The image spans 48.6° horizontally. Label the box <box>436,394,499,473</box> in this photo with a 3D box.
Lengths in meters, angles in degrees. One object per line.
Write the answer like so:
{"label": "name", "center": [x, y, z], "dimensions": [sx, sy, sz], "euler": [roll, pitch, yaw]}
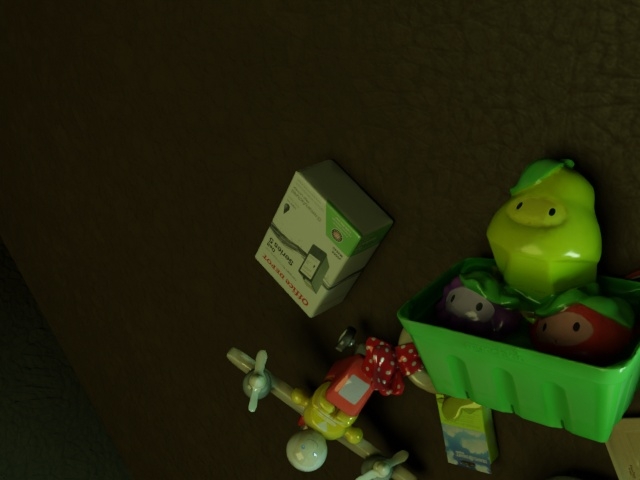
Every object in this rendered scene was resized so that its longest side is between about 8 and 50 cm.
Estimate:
{"label": "box", "center": [0.296, 0.373, 1.432], "dimensions": [0.109, 0.042, 0.178], "euler": [1, 109, 44]}

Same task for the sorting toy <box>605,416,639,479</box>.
{"label": "sorting toy", "center": [0.591, 0.372, 1.156], "dimensions": [0.208, 0.038, 0.192], "euler": [-18, 95, 42]}

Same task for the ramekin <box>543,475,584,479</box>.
{"label": "ramekin", "center": [0.458, 0.560, 1.263], "dimensions": [0.277, 0.135, 0.277], "euler": [34, 139, 36]}

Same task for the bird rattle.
{"label": "bird rattle", "center": [0.213, 0.225, 1.344], "dimensions": [0.254, 0.206, 0.143], "euler": [23, 167, 18]}

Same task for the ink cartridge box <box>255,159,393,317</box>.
{"label": "ink cartridge box", "center": [0.000, 0.000, 1.496], "dimensions": [0.198, 0.115, 0.272], "euler": [46, 134, 19]}

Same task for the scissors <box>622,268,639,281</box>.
{"label": "scissors", "center": [0.534, 0.001, 1.053], "dimensions": [0.109, 0.021, 0.296], "euler": [32, 127, 33]}

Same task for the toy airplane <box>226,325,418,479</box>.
{"label": "toy airplane", "center": [-0.002, 0.394, 1.559], "dimensions": [0.386, 0.272, 0.384], "euler": [0, 126, 31]}

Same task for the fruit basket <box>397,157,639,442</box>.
{"label": "fruit basket", "center": [0.332, 0.072, 1.099], "dimensions": [0.392, 0.283, 0.391], "euler": [23, 127, 33]}
